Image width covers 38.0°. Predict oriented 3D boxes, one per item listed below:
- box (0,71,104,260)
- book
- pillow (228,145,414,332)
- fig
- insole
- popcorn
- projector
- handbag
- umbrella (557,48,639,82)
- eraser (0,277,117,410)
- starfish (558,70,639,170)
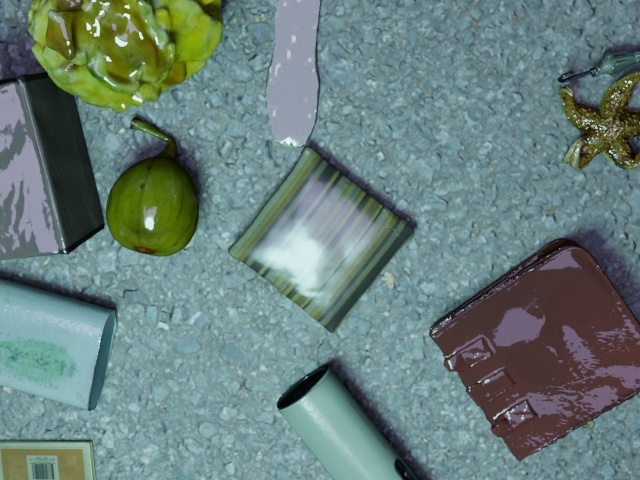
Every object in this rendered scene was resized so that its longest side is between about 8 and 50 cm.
[{"bbox_3d":[-0.440,-0.110,1.364,0.153,0.188,0.252,-9,102,7],"label":"box"},{"bbox_3d":[-0.454,0.450,1.562,0.170,0.018,0.241,-1,101,6],"label":"book"},{"bbox_3d":[0.000,0.000,1.412,0.212,0.052,0.208,38,100,-5],"label":"pillow"},{"bbox_3d":[-0.244,-0.066,1.397,0.148,0.186,0.142,11,147,22],"label":"fig"},{"bbox_3d":[-0.039,-0.262,1.384,0.081,0.011,0.248,6,102,3],"label":"insole"},{"bbox_3d":[-0.271,-0.302,1.289,0.258,0.270,0.224,-12,99,53],"label":"popcorn"},{"bbox_3d":[0.071,0.356,1.449,0.108,0.108,0.337,-37,96,11],"label":"projector"},{"bbox_3d":[0.336,0.162,1.399,0.275,0.084,0.260,-37,97,11],"label":"handbag"},{"bbox_3d":[0.465,-0.269,1.331,0.269,0.044,0.044,-17,74,-1],"label":"umbrella"},{"bbox_3d":[-0.450,0.162,1.472,0.227,0.081,0.174,15,103,1],"label":"eraser"},{"bbox_3d":[0.432,-0.172,1.326,0.190,0.074,0.146,1,103,5],"label":"starfish"}]
